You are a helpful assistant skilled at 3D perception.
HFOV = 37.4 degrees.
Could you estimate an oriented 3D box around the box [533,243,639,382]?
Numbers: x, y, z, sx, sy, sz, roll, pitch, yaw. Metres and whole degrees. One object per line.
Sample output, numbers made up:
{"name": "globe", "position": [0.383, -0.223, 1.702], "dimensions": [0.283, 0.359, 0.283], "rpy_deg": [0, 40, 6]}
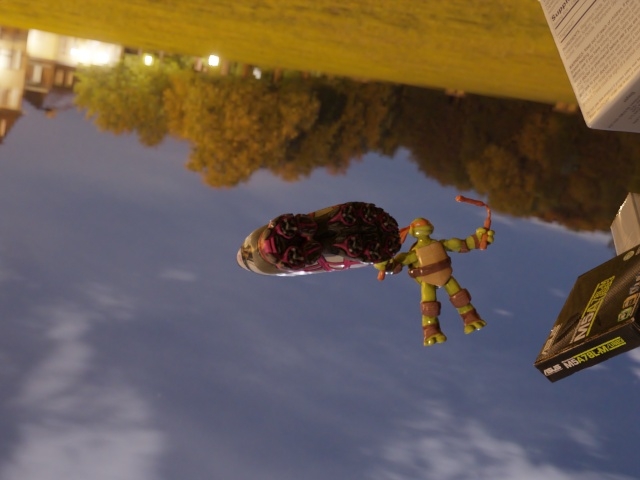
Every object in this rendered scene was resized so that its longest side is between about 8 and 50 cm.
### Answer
{"name": "box", "position": [0.388, 0.087, 1.258], "dimensions": [0.045, 0.191, 0.184], "rpy_deg": [44, 142, -7]}

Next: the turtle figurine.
{"name": "turtle figurine", "position": [0.173, 0.055, 1.533], "dimensions": [0.269, 0.218, 0.087], "rpy_deg": [-16, 179, -21]}

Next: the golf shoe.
{"name": "golf shoe", "position": [0.000, 0.000, 0.979], "dimensions": [0.186, 0.068, 0.086], "rpy_deg": [-4, 171, -36]}

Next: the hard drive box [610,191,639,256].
{"name": "hard drive box", "position": [0.613, 0.036, 1.613], "dimensions": [0.181, 0.089, 0.232], "rpy_deg": [13, -140, -3]}

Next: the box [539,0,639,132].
{"name": "box", "position": [0.243, -0.172, 0.712], "dimensions": [0.072, 0.137, 0.126], "rpy_deg": [2, 148, -24]}
